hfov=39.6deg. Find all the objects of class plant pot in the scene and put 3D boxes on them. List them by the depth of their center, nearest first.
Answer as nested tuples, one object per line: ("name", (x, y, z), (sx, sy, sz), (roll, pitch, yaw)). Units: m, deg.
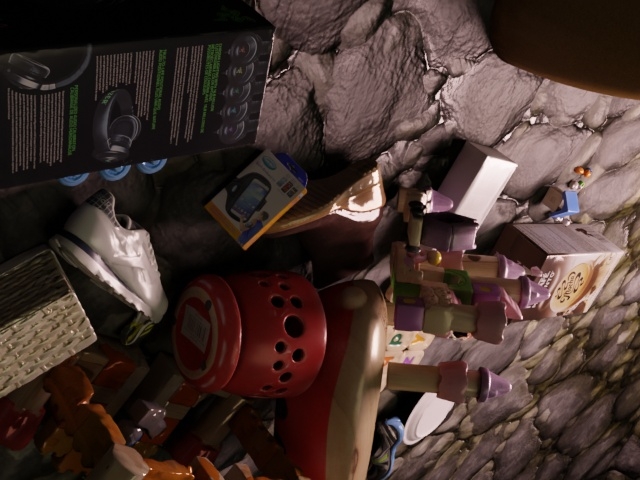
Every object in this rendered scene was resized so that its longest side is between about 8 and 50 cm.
("plant pot", (-0.113, 0.138, 1.297), (0.174, 0.191, 0.191), (2, 122, -37))
("plant pot", (0.429, -0.318, 1.340), (0.237, 0.254, 0.237), (-25, 138, -24))

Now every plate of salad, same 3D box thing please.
("plate of salad", (0.240, 0.362, 1.950), (0.199, 0.048, 0.200), (-36, 146, -29))

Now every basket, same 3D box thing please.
("basket", (-0.372, 0.104, 1.085), (0.167, 0.103, 0.113), (-31, 139, -18))

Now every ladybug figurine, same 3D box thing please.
("ladybug figurine", (0.012, 0.249, 1.467), (0.161, 0.305, 0.450), (8, 124, 2))

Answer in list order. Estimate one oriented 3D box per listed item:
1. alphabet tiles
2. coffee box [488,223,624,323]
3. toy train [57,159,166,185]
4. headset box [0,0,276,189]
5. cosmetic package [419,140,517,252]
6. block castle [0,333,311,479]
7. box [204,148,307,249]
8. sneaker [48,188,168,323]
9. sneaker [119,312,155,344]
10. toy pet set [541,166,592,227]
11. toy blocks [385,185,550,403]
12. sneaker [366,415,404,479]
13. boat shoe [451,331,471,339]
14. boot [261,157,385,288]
("alphabet tiles", (0.128, 0.185, 1.704), (0.278, 0.021, 0.284), (5, 120, -46))
("coffee box", (0.472, 0.063, 1.838), (0.297, 0.119, 0.168), (-2, 126, -43))
("toy train", (-0.247, -0.127, 1.017), (0.184, 0.080, 0.105), (-13, 126, -35))
("headset box", (-0.214, -0.187, 0.851), (0.283, 0.246, 0.131), (-14, 133, -34))
("cosmetic package", (0.240, -0.053, 1.559), (0.098, 0.060, 0.239), (6, 120, -48))
("block castle", (-0.241, 0.324, 1.249), (0.213, 0.303, 0.453), (-51, 141, 9))
("box", (-0.083, -0.062, 1.225), (0.136, 0.081, 0.028), (-44, 169, -2))
("sneaker", (-0.250, 0.028, 1.155), (0.095, 0.090, 0.235), (-58, 152, -17))
("sneaker", (-0.254, 0.118, 1.277), (0.083, 0.031, 0.035), (-43, 165, -8))
("toy pet set", (0.508, -0.081, 1.786), (0.114, 0.065, 0.122), (1, 122, -44))
("toy blocks", (0.244, 0.067, 1.402), (0.259, 0.289, 0.309), (6, 112, 1))
("sneaker", (0.124, 0.449, 1.919), (0.078, 0.067, 0.188), (-1, 129, -17))
("boat shoe", (0.287, 0.185, 1.837), (0.049, 0.043, 0.137), (-53, 144, 6))
("boot", (0.000, 0.000, 1.354), (0.248, 0.090, 0.207), (-25, 136, -31))
